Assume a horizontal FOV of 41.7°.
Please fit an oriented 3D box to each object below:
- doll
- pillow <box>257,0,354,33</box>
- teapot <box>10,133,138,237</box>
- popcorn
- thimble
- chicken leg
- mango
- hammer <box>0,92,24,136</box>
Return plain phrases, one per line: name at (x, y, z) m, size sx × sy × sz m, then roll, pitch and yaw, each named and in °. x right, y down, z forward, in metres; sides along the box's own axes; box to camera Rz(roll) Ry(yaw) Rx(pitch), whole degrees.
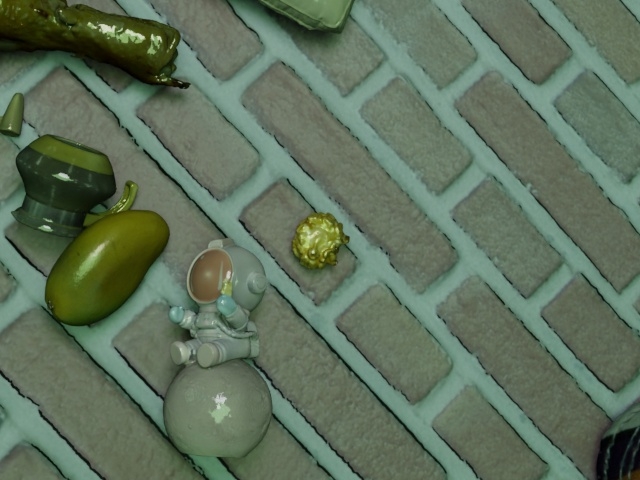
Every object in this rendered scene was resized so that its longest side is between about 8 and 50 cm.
doll at (-0.128, 0.138, 1.114) m, size 0.151 × 0.151 × 0.287 m, roll 6°, pitch 78°, yaw -11°
pillow at (-0.073, -0.452, 1.175) m, size 0.322 × 0.120 × 0.255 m, roll 23°, pitch 80°, yaw -6°
teapot at (-0.323, -0.065, 1.103) m, size 0.166 × 0.130 × 0.119 m, roll 16°, pitch 98°, yaw -41°
popcorn at (0.000, 0.000, 1.186) m, size 0.083 × 0.057 × 0.082 m, roll -3°, pitch 80°, yaw -8°
thimble at (0.533, 0.350, 1.219) m, size 0.237 × 0.150 × 0.237 m, roll 1°, pitch 85°, yaw -13°
chicken leg at (-0.370, -0.298, 1.095) m, size 0.429 × 0.201 × 0.152 m, roll 15°, pitch 109°, yaw -16°
mango at (-0.281, 0.028, 1.097) m, size 0.085 × 0.122 × 0.191 m, roll 25°, pitch 71°, yaw 31°
hammer at (-0.496, -0.180, 1.117) m, size 0.195 × 0.028 × 0.060 m, roll 6°, pitch 79°, yaw -10°
